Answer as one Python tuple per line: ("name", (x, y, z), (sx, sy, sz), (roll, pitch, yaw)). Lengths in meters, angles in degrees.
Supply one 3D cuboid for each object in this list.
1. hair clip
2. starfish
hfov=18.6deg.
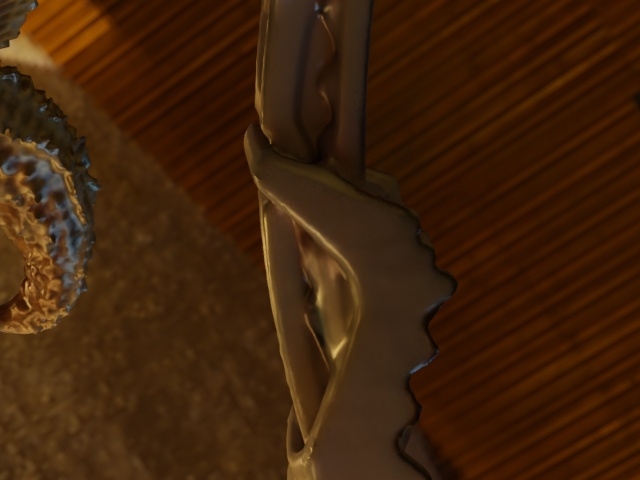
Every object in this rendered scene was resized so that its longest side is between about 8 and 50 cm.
("hair clip", (0.000, 0.000, 0.368), (0.034, 0.072, 0.226), (-108, 11, -73))
("starfish", (-0.139, -0.063, 0.577), (0.216, 0.071, 0.238), (9, 139, 56))
